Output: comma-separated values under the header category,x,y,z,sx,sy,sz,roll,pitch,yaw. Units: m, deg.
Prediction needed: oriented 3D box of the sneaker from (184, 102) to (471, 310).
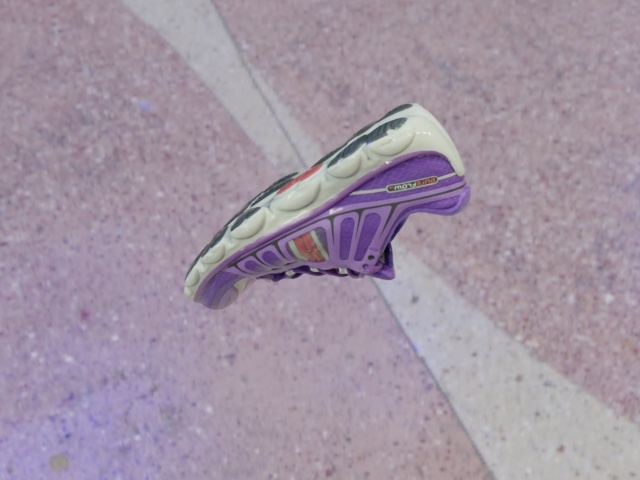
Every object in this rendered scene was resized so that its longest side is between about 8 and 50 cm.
category,x,y,z,sx,sy,sz,roll,pitch,yaw
sneaker,0.000,0.000,0.608,0.170,0.071,0.068,-29,11,31
